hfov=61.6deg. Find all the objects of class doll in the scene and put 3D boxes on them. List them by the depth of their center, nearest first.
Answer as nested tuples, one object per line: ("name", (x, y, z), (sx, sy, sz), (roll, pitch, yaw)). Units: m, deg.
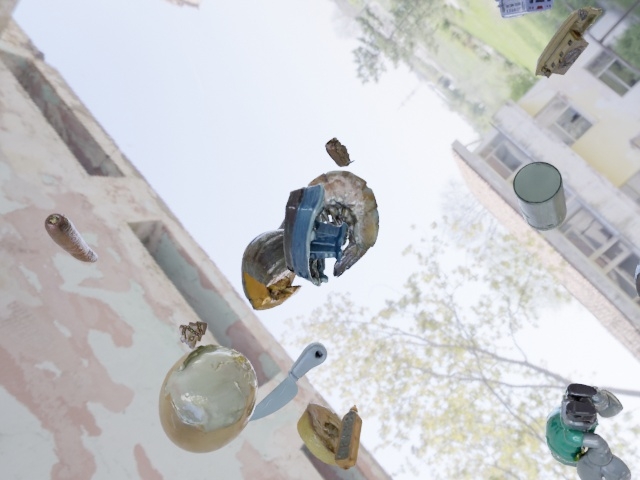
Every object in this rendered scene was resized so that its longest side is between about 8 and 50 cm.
("doll", (0.499, 0.369, 1.002), (0.153, 0.195, 0.258), (8, 171, 26))

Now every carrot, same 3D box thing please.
("carrot", (-0.590, 0.006, 1.287), (0.059, 0.059, 0.248), (49, 163, 19))

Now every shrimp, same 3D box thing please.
("shrimp", (0.000, 0.000, 1.314), (0.233, 0.365, 0.071), (37, -169, 18))

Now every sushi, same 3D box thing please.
("sushi", (0.053, -0.254, 1.553), (0.120, 0.055, 0.052), (51, -133, -33))

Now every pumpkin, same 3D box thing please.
("pumpkin", (-0.082, 0.041, 0.930), (0.119, 0.183, 0.107), (-27, -108, -31))

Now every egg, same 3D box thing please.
("egg", (-0.243, 0.346, 1.149), (0.201, 0.244, 0.201), (19, -150, -11))

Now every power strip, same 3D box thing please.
("power strip", (0.070, 0.468, 1.295), (0.028, 0.049, 0.178), (57, -153, -23))

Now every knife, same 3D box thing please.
("knife", (-0.097, 0.443, 1.638), (0.080, 0.331, 0.044), (40, -176, -18))

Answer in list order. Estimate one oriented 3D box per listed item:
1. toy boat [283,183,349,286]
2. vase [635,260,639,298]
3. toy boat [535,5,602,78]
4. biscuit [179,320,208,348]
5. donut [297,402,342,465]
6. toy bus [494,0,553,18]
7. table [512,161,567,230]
("toy boat", (-0.003, 0.001, 0.538), (0.061, 0.137, 0.060), (10, -130, 4))
("vase", (0.663, 0.037, 0.914), (0.301, 0.156, 0.251), (60, -173, -72))
("toy boat", (0.597, -0.473, 1.297), (0.057, 0.200, 0.077), (1, -127, -21))
("biscuit", (-0.375, 0.274, 1.598), (0.082, 0.092, 0.016), (60, 176, 14))
("donut", (0.012, 0.497, 1.361), (0.178, 0.065, 0.162), (41, -169, -29))
("toy bus", (0.428, -0.517, 1.145), (0.167, 0.073, 0.076), (-105, 7, -71))
("table", (0.628, -0.122, 1.528), (0.126, 0.126, 0.220), (54, -169, 32))
